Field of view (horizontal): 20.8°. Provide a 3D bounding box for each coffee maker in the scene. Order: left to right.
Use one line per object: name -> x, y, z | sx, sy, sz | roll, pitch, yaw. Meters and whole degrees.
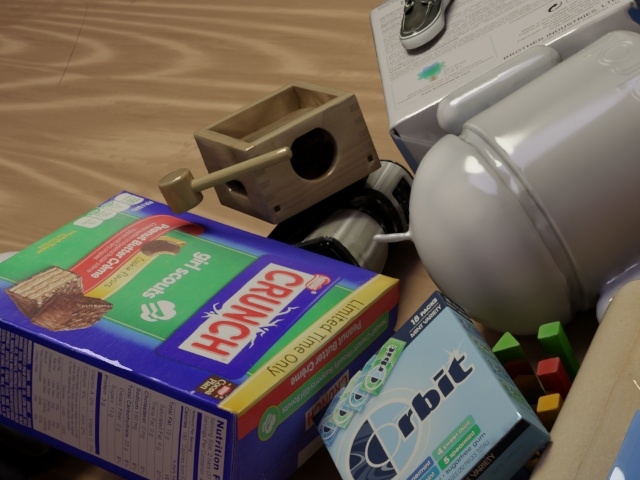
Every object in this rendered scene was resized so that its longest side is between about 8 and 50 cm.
coffee maker -> 0.000, 0.000, 1.732 | 0.171, 0.120, 0.178 | 8, 33, 20

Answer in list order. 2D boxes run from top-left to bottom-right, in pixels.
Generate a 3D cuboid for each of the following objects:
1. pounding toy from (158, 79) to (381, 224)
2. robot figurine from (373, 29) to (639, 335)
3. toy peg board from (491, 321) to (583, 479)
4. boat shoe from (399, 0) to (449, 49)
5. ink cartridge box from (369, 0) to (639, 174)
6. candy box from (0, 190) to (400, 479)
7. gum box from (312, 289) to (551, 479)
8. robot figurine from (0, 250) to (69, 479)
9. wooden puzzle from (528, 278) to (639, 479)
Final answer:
pounding toy -> -0.052, -0.061, 1.662 | 0.206, 0.094, 0.181 | -29, 22, -20
robot figurine -> 0.226, -0.050, 1.546 | 0.353, 0.200, 0.300 | -33, 54, -5
toy peg board -> 0.146, 0.147, 1.435 | 0.161, 0.079, 0.161 | -16, 32, 24
boat shoe -> 0.106, -0.247, 1.810 | 0.049, 0.040, 0.142 | -18, 29, 28
ink cartridge box -> 0.206, -0.204, 1.835 | 0.270, 0.151, 0.395 | -27, 27, 11
candy box -> -0.130, 0.091, 1.559 | 0.317, 0.122, 0.268 | 19, 32, 25
gum box -> 0.084, 0.150, 1.397 | 0.157, 0.041, 0.184 | -47, 35, 11
robot figurine -> -0.317, 0.128, 1.779 | 0.209, 0.174, 0.278 | -16, 32, 11
wooden puzzle -> 0.319, 0.138, 1.249 | 0.347, 0.080, 0.322 | 3, 42, 30
